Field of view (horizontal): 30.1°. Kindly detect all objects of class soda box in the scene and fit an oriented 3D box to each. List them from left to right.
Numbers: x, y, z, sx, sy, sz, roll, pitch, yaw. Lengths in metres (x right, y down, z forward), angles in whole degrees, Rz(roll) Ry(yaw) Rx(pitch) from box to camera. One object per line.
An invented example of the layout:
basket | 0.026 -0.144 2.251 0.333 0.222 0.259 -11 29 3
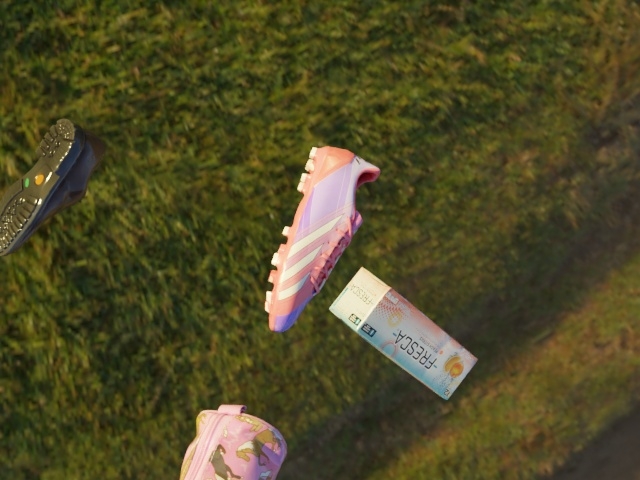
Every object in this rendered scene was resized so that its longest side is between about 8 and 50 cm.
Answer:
soda box | 0.094 0.105 1.318 0.063 0.058 0.183 -52 129 -2

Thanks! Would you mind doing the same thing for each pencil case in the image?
pencil case | -0.183 0.443 1.814 0.160 0.386 0.167 27 149 -4

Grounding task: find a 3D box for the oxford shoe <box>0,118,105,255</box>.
oxford shoe | -0.379 -0.060 1.679 0.227 0.083 0.096 -48 144 16

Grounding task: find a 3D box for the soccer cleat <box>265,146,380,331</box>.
soccer cleat | 0.000 0.000 1.458 0.095 0.248 0.083 17 160 0
